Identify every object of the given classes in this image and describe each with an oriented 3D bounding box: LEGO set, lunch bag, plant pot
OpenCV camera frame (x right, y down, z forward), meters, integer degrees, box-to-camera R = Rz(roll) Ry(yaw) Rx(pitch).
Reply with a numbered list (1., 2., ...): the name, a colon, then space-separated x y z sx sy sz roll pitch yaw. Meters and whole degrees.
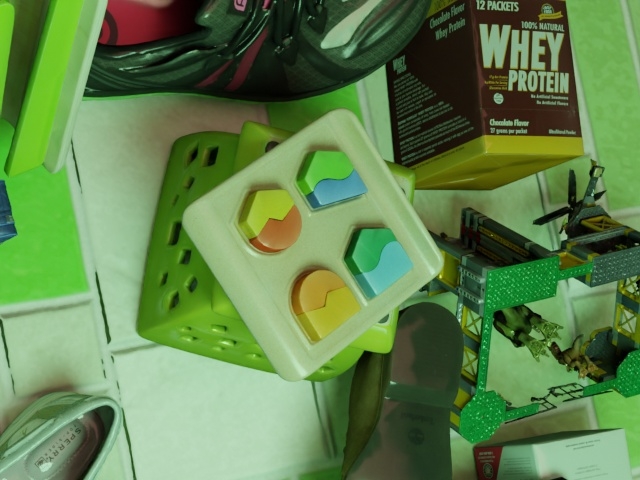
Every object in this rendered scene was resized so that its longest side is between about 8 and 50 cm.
1. LEGO set: 0.218 0.069 1.735 0.331 0.192 0.255 -19 119 -25
2. lunch bag: -0.345 -0.015 1.491 0.098 0.067 0.065 -15 87 -26
3. plant pot: -0.033 0.007 1.568 0.228 0.207 0.227 15 75 -23

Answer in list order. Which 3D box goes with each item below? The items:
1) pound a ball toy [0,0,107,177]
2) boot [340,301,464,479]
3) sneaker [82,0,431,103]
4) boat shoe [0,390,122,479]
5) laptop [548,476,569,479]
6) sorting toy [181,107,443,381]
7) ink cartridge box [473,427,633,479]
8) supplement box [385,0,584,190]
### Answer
1. pound a ball toy: -0.320 -0.160 1.346 0.208 0.319 0.136 -29 68 -34
2. boot: 0.067 0.217 1.576 0.112 0.115 0.305 20 74 -20
3. sneaker: -0.087 -0.233 1.571 0.483 0.202 0.185 -12 88 -23
4. boat shoe: -0.303 0.269 1.441 0.118 0.103 0.320 47 64 -12
5. laptop: 0.143 0.389 1.618 0.136 0.264 0.234 -4 81 -62
6. sorting toy: 0.000 0.000 1.447 0.208 0.038 0.193 -35 97 -27
7. ink cartridge box: 0.265 0.305 1.710 0.127 0.128 0.176 -5 84 -28
8. supplement box: 0.176 -0.169 1.714 0.129 0.191 0.194 -1 80 -27
